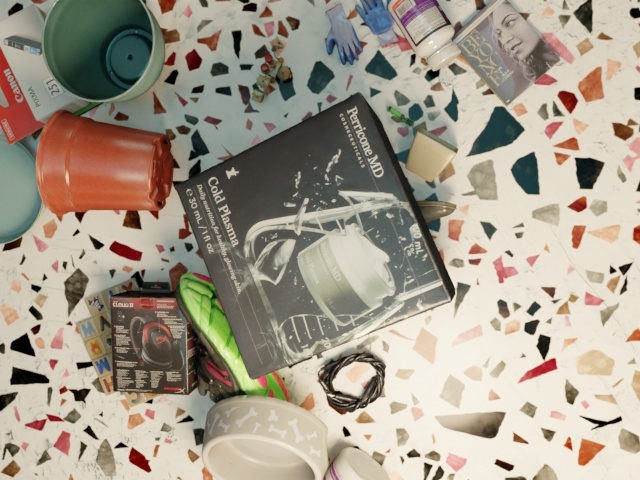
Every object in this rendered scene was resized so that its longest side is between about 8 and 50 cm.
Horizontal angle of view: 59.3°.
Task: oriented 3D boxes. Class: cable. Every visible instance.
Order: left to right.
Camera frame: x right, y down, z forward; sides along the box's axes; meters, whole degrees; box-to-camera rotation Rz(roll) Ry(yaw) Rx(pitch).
[{"bbox_3d":[0.093,0.376,1.494,0.185,0.047,0.150,-25,90,10],"label":"cable"}]

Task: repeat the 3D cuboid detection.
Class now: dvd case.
[{"bbox_3d":[0.450,-0.468,1.383,0.164,0.018,0.221,-41,87,10],"label":"dvd case"}]

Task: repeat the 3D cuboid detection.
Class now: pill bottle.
[{"bbox_3d":[0.039,0.709,1.468,0.169,0.169,0.301,37,99,5],"label":"pill bottle"},{"bbox_3d":[0.257,-0.516,1.365,0.108,0.108,0.193,-32,89,10],"label":"pill bottle"}]

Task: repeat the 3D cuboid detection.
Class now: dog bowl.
[{"bbox_3d":[-0.140,0.540,1.428,0.349,0.102,0.348,7,130,8],"label":"dog bowl"}]

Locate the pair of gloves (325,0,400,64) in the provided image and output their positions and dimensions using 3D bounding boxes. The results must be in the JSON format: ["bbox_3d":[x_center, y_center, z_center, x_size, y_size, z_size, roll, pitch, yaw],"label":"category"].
[{"bbox_3d":[0.100,-0.543,1.432,0.198,0.023,0.159,-20,91,9],"label":"pair of gloves"}]

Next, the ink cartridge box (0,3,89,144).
[{"bbox_3d":[-0.821,-0.453,1.546,0.261,0.066,0.296,-27,87,2],"label":"ink cartridge box"}]

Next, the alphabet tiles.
[{"bbox_3d":[-0.537,0.293,1.607,0.285,0.011,0.342,-23,91,10],"label":"alphabet tiles"}]

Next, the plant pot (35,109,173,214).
[{"bbox_3d":[-0.537,-0.187,1.455,0.265,0.272,0.272,6,95,1],"label":"plant pot"}]

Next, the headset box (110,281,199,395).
[{"bbox_3d":[-0.443,0.258,1.527,0.218,0.110,0.293,0,94,9],"label":"headset box"}]

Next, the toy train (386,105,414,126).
[{"bbox_3d":[0.203,-0.318,1.432,0.083,0.024,0.017,35,99,5],"label":"toy train"}]

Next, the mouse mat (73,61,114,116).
[{"bbox_3d":[-0.672,-0.435,1.573,0.190,0.007,0.152,-24,91,9],"label":"mouse mat"}]

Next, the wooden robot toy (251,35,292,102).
[{"bbox_3d":[-0.115,-0.432,1.454,0.079,0.076,0.173,23,98,-4],"label":"wooden robot toy"}]

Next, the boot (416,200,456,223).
[{"bbox_3d":[0.250,0.004,1.425,0.190,0.076,0.208,-1,88,23],"label":"boot"}]

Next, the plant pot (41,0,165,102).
[{"bbox_3d":[-0.523,-0.488,1.447,0.293,0.196,0.292,1,94,9],"label":"plant pot"}]

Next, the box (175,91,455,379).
[{"bbox_3d":[0.000,0.000,1.312,0.472,0.297,0.479,-24,83,12],"label":"box"}]

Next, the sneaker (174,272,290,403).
[{"bbox_3d":[-0.257,0.307,1.445,0.202,0.185,0.482,-21,105,18],"label":"sneaker"}]

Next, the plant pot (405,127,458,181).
[{"bbox_3d":[0.269,-0.207,1.394,0.109,0.109,0.096,30,111,6],"label":"plant pot"}]

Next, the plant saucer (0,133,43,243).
[{"bbox_3d":[-0.931,-0.147,1.620,0.318,0.044,0.317,1,94,9],"label":"plant saucer"}]
